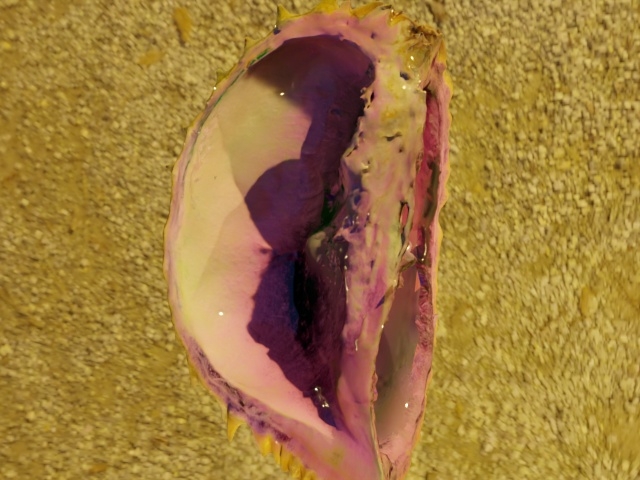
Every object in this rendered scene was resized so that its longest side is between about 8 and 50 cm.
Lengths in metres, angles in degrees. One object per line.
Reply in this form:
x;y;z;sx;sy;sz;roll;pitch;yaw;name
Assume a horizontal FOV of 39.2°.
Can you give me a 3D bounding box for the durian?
-0.005;0.001;0.501;0.187;0.154;0.260;19;79;9;durian
